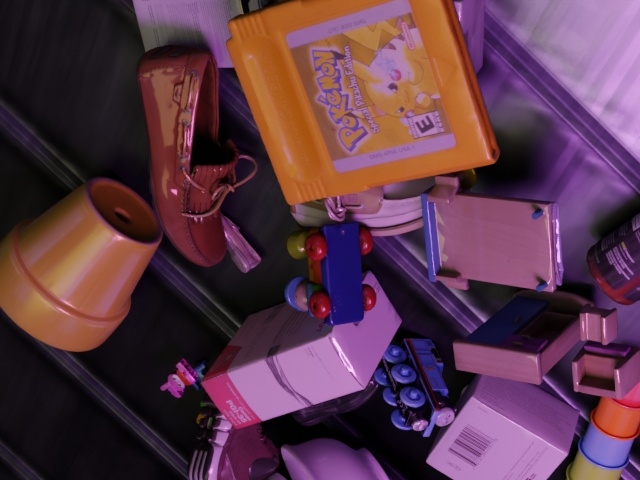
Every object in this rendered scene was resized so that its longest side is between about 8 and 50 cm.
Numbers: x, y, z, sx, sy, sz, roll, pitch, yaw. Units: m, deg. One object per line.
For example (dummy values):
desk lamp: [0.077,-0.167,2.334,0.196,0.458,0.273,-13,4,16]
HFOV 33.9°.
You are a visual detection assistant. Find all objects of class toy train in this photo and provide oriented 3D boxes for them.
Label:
toy train: [0.000,0.000,1.615,0.143,0.105,0.247,3,98,56]
toy train: [0.158,0.238,1.726,0.105,0.184,0.080,1,128,-19]

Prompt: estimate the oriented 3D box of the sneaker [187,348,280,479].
sneaker: [-0.134,0.330,1.931,0.163,0.281,0.106,25,166,-32]

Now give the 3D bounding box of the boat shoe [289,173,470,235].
boat shoe: [0.078,-0.074,1.622,0.302,0.113,0.103,-11,119,30]

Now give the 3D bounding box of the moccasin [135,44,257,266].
moccasin: [-0.190,-0.128,1.681,0.147,0.139,0.379,6,116,18]

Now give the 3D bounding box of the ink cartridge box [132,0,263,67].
ink cartridge box: [-0.184,-0.373,1.608,0.224,0.045,0.223,3,120,22]

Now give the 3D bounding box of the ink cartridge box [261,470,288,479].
ink cartridge box: [-0.090,0.535,1.974,0.198,0.115,0.273,62,161,-17]

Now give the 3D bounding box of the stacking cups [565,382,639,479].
stacking cups: [0.462,0.321,1.686,0.096,0.096,0.316,18,125,14]

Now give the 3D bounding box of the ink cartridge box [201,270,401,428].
ink cartridge box: [-0.030,0.184,1.765,0.283,0.207,0.117,-22,108,33]

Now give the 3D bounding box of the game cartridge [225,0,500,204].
game cartridge: [0.050,-0.205,1.423,0.324,0.052,0.285,-12,111,27]

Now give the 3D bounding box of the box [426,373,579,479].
box: [0.303,0.328,1.750,0.182,0.119,0.181,30,126,5]

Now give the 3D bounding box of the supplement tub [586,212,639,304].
supplement tub: [0.482,0.003,1.484,0.106,0.106,0.198,45,127,-5]

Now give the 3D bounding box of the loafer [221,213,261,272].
loafer: [-0.150,-0.004,1.819,0.125,0.039,0.045,57,154,3]

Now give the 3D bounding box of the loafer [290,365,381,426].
loafer: [0.020,0.268,1.873,0.223,0.076,0.078,-30,110,39]

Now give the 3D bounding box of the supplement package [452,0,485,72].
supplement package: [0.095,-0.296,1.469,0.244,0.134,0.139,9,121,20]

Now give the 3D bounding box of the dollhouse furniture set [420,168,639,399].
dollhouse furniture set: [0.325,0.027,1.499,0.286,0.198,0.303,6,115,38]

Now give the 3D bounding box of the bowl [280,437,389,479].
bowl: [0.056,0.469,1.905,0.297,0.134,0.298,55,165,23]

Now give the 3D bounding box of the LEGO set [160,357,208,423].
LEGO set: [-0.218,0.321,2.006,0.093,0.087,0.227,-34,101,21]

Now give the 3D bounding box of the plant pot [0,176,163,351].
plant pot: [-0.411,0.026,1.841,0.254,0.254,0.239,44,113,-4]
